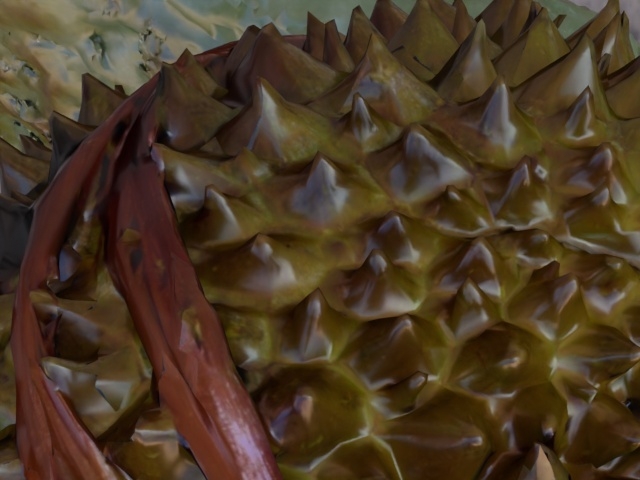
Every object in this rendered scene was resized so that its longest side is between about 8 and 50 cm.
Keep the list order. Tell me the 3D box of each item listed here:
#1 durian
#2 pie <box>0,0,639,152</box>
[{"bbox_3d":[0.007,0.099,0.533,0.348,0.347,0.384,22,114,-4],"label":"durian"},{"bbox_3d":[0.006,-0.013,0.854,0.395,0.180,0.418,8,145,23],"label":"pie"}]
